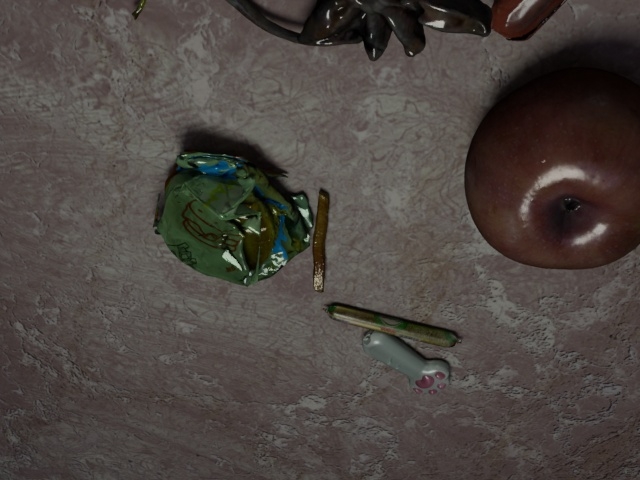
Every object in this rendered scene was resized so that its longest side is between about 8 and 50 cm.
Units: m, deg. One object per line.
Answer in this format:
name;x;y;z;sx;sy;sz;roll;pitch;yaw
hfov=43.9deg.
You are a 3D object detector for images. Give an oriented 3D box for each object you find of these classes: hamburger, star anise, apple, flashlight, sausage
hamburger;-0.153;-0.015;1.320;0.276;0.151;0.260;31;128;-16
star anise;0.064;-0.358;1.030;0.359;0.139;0.316;30;132;4
apple;0.349;-0.089;1.119;0.305;0.235;0.306;6;130;7
flashlight;0.164;0.235;1.533;0.200;0.048;0.093;35;126;-19
sausage;0.282;-0.326;1.046;0.076;0.076;0.141;30;129;-14
sausage;0.134;0.161;1.487;0.269;0.033;0.033;14;130;-2

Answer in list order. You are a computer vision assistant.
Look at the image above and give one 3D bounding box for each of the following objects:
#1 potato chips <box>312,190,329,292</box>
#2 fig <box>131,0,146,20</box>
potato chips;0.000;0.000;1.382;0.026;0.037;0.204;1;124;-4
fig;-0.251;-0.388;1.088;0.093;0.093;0.166;35;145;-18
